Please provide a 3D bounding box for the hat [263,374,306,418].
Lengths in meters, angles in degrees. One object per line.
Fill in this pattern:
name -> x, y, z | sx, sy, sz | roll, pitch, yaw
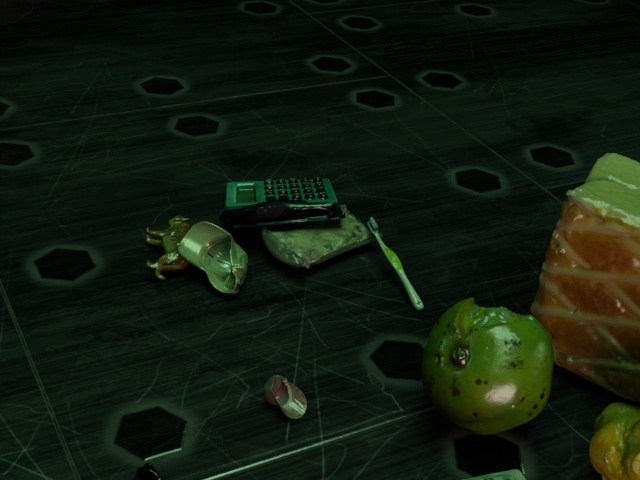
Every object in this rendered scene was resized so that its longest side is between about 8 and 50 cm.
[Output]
hat -> -0.067, 0.279, 1.686 | 0.087, 0.042, 0.058 | 49, 47, 3

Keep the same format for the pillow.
pillow -> 0.000, 0.000, 2.109 | 0.255, 0.059, 0.169 | -19, 39, -36

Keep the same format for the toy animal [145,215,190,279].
toy animal -> -0.320, 0.012, 2.043 | 0.099, 0.057, 0.241 | -1, 32, -11

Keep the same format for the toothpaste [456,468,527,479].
toothpaste -> 0.236, 0.399, 1.537 | 0.218, 0.041, 0.064 | -3, 27, -19

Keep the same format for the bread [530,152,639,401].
bread -> 0.602, 0.089, 1.770 | 0.390, 0.371, 0.279 | 30, 35, 27

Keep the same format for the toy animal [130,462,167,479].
toy animal -> -0.271, 0.406, 1.380 | 0.121, 0.117, 0.210 | 25, 35, 18

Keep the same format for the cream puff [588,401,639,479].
cream puff -> 0.552, 0.375, 1.513 | 0.282, 0.185, 0.282 | 21, -5, 2

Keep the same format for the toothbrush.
toothbrush -> 0.156, 0.050, 2.041 | 0.022, 0.026, 0.263 | -12, 52, -20

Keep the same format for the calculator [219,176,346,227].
calculator -> -0.089, -0.092, 2.170 | 0.274, 0.058, 0.248 | -3, 18, -4

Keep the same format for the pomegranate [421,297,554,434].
pomegranate -> 0.310, 0.218, 1.690 | 0.236, 0.236, 0.302 | 29, 14, 32

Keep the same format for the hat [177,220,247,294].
hat -> -0.219, 0.041, 1.991 | 0.166, 0.081, 0.122 | 26, 66, 9
